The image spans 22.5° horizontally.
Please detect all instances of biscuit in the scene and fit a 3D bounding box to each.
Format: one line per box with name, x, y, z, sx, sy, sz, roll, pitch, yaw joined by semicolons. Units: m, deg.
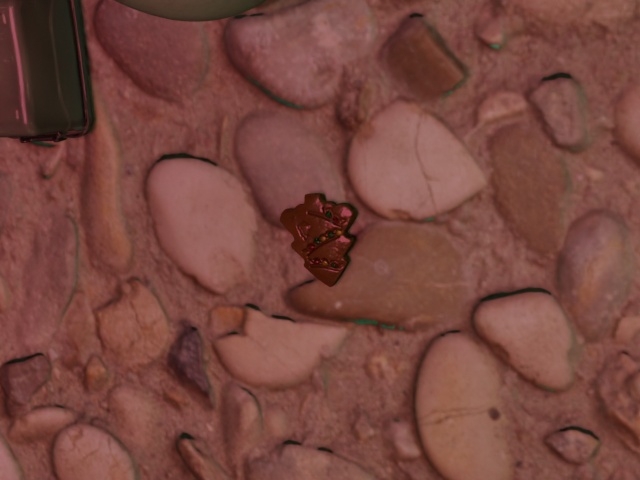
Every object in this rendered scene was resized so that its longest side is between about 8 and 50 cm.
biscuit;0.000;0.000;1.528;0.082;0.016;0.092;-2;100;29

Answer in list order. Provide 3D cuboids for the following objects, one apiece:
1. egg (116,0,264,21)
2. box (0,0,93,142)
egg;-0.156;-0.366;1.362;0.276;0.276;0.389;-28;101;32
box;-0.308;-0.178;1.607;0.124;0.093;0.172;-1;103;29
